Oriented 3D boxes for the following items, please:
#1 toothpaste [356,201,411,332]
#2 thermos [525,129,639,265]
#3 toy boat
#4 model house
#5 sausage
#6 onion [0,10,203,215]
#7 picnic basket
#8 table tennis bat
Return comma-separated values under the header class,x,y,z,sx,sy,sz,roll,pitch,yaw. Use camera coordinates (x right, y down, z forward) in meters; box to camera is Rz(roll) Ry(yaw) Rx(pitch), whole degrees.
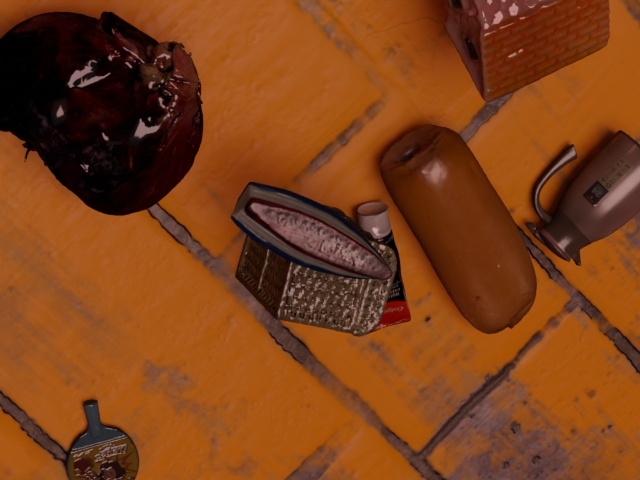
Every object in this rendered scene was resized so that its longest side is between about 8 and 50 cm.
class,x,y,z,sx,sy,sz,roll,pitch,yaw
toothpaste,0.086,0.040,2.120,0.071,0.045,0.193,-15,118,-14
thermos,0.381,-0.065,2.165,0.193,0.105,0.137,-45,90,6
toy boat,0.000,0.000,1.863,0.229,0.046,0.080,28,89,-22
model house,0.220,-0.319,1.936,0.202,0.237,0.237,-29,113,-15
sausage,0.209,0.001,2.113,0.134,0.116,0.354,-42,120,-13
onion,-0.270,-0.166,1.837,0.281,0.281,0.221,52,53,-26
picnic basket,-0.002,0.030,2.000,0.154,0.196,0.134,10,101,-21
table tennis bat,-0.300,0.287,2.079,0.100,0.019,0.155,-12,113,-14
